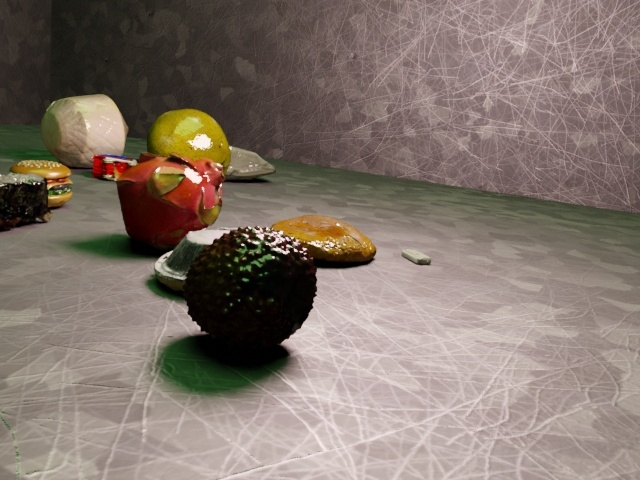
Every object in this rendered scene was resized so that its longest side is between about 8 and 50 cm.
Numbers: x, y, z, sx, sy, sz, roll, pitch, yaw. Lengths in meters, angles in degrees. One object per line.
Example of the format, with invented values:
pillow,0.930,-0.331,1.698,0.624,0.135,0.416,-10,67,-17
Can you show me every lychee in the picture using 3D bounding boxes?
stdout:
lychee,-0.099,0.063,0.871,0.188,0.187,0.188,6,13,-1

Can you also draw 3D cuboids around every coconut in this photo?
coconut,-0.863,-0.408,2.360,0.329,0.328,0.329,6,13,-1

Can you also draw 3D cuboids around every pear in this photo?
pear,-0.440,-0.303,2.124,0.295,0.293,0.294,6,13,-1

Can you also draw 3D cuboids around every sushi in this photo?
sushi,-0.696,-0.088,1.368,0.147,0.114,0.212,11,12,5

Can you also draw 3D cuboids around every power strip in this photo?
power strip,0.227,0.039,1.494,0.040,0.016,0.090,1,13,-20

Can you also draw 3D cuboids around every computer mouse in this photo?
computer mouse,-0.383,-0.301,2.434,0.429,0.145,0.228,13,0,-29

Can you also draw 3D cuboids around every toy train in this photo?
toy train,-0.675,-0.247,2.162,0.204,0.082,0.131,8,11,3

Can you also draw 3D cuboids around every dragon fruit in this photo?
dragon fruit,-0.318,-0.085,1.338,0.227,0.223,0.224,-4,16,-21

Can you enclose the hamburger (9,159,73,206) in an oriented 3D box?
hamburger,-0.716,-0.145,1.606,0.162,0.115,0.162,5,13,-1

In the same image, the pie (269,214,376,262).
pie,-0.001,-0.001,1.445,0.274,0.069,0.273,5,17,-2

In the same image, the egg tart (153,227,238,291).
egg tart,-0.182,0.034,1.136,0.234,0.094,0.234,6,15,-2
